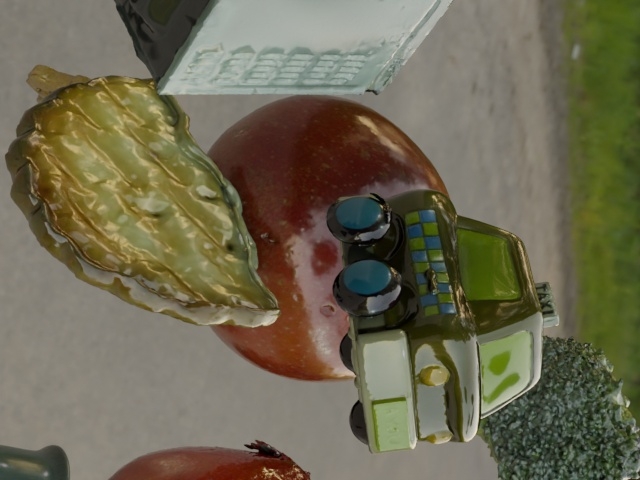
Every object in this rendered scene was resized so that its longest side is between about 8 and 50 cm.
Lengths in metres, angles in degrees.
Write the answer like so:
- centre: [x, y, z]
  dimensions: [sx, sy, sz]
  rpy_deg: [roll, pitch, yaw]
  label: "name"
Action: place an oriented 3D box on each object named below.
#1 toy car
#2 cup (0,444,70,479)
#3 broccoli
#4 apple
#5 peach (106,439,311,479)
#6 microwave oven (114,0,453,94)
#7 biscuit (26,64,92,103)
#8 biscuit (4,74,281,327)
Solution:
- centre: [0.112, 0.065, 1.251]
  dimensions: [0.248, 0.198, 0.204]
  rpy_deg: [-98, 180, -47]
  label: "toy car"
- centre: [-0.441, 0.341, 1.812]
  dimensions: [0.150, 0.199, 0.199]
  rpy_deg: [27, 73, -29]
  label: "cup"
- centre: [0.333, 0.314, 2.044]
  dimensions: [0.397, 0.274, 0.353]
  rpy_deg: [71, 41, -69]
  label: "broccoli"
- centre: [0.000, 0.000, 1.708]
  dimensions: [0.348, 0.277, 0.349]
  rpy_deg: [-27, 129, -39]
  label: "apple"
- centre: [-0.162, 0.446, 1.983]
  dimensions: [0.370, 0.370, 0.370]
  rpy_deg: [14, 90, -74]
  label: "peach"
- centre: [-0.061, -0.260, 0.996]
  dimensions: [0.237, 0.295, 0.181]
  rpy_deg: [-6, 149, -39]
  label: "microwave oven"
- centre: [-0.289, -0.153, 1.800]
  dimensions: [0.036, 0.166, 0.225]
  rpy_deg: [-67, 156, -16]
  label: "biscuit"
- centre: [-0.182, -0.050, 1.487]
  dimensions: [0.078, 0.329, 0.335]
  rpy_deg: [-43, -150, 34]
  label: "biscuit"
